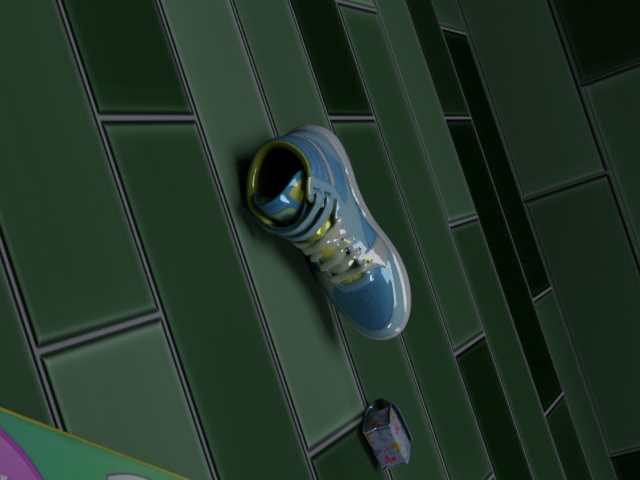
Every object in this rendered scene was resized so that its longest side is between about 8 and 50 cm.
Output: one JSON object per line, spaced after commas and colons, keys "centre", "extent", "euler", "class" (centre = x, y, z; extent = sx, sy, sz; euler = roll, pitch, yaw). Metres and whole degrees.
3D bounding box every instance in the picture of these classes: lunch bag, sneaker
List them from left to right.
{"centre": [0.000, 0.000, 1.523], "extent": [0.319, 0.127, 0.208], "euler": [62, 21, 4], "class": "sneaker"}
{"centre": [0.095, 0.267, 1.618], "extent": [0.083, 0.053, 0.071], "euler": [-74, 141, -67], "class": "lunch bag"}

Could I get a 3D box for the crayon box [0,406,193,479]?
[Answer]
{"centre": [-0.204, 0.213, 0.653], "extent": [0.363, 0.313, 0.106], "euler": [37, 40, -52], "class": "crayon box"}
